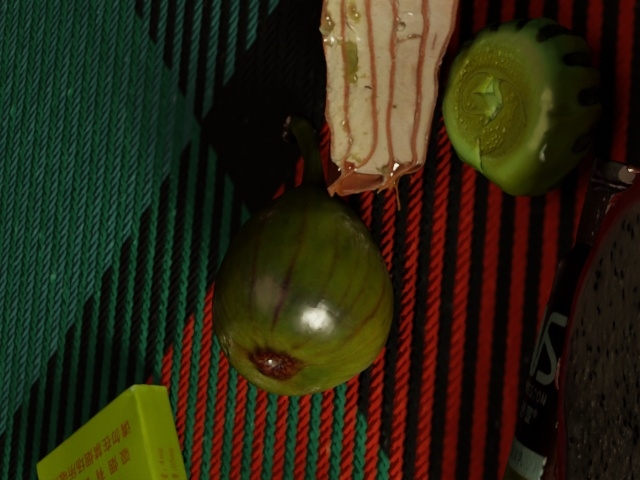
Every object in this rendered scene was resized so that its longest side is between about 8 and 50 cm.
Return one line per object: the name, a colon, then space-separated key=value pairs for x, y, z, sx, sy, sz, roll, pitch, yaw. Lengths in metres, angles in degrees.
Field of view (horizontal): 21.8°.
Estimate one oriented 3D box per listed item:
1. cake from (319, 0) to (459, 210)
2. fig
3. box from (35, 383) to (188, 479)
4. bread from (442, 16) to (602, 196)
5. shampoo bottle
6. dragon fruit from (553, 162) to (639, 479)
cake: x=0.048 y=-0.149 z=1.254 sx=0.287 sy=0.098 sz=0.135 roll=99 pitch=-179 yaw=-55
fig: x=0.000 y=0.000 z=1.361 sx=0.151 sy=0.151 sz=0.259 roll=-27 pitch=36 yaw=44
box: x=-0.172 y=0.322 z=1.529 sx=0.187 sy=0.047 sz=0.335 roll=-39 pitch=56 yaw=38
bread: x=0.149 y=-0.098 z=1.211 sx=0.139 sy=0.071 sz=0.130 roll=15 pitch=96 yaw=53
shampoo bottle: x=0.180 y=0.107 z=1.116 sx=0.129 sy=0.084 sz=0.323 roll=-132 pitch=55 yaw=-80
dragon fruit: x=0.276 y=0.101 z=0.920 sx=0.305 sy=0.226 sz=0.305 roll=-179 pitch=90 yaw=-80
